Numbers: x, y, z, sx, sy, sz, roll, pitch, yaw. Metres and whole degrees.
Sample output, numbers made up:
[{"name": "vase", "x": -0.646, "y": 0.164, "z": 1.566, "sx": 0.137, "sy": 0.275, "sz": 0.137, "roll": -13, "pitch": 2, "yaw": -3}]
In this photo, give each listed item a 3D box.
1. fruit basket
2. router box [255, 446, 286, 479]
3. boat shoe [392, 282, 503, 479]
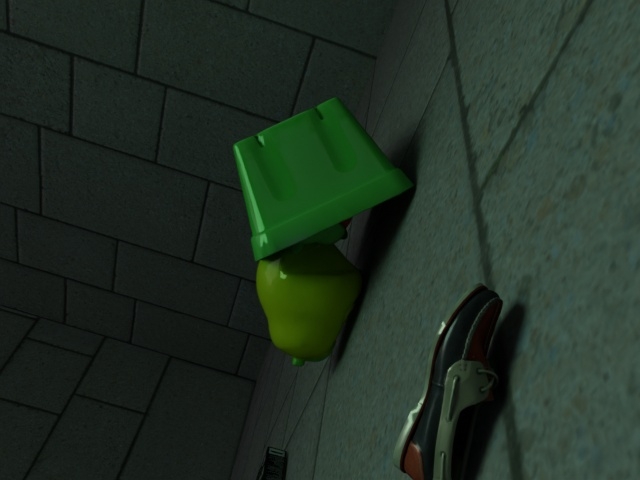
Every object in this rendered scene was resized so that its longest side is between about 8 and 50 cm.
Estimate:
[{"name": "fruit basket", "x": 0.000, "y": 0.000, "z": 0.946, "sx": 0.392, "sy": 0.283, "sz": 0.392, "roll": 155, "pitch": 90, "yaw": -87}, {"name": "router box", "x": -0.117, "y": 0.530, "z": 1.160, "sx": 0.133, "sy": 0.046, "sz": 0.179, "roll": -86, "pitch": 14, "yaw": -70}, {"name": "boat shoe", "x": 0.090, "y": 0.096, "z": 0.368, "sx": 0.043, "sy": 0.049, "sz": 0.137, "roll": 24, "pitch": 95, "yaw": 43}]
